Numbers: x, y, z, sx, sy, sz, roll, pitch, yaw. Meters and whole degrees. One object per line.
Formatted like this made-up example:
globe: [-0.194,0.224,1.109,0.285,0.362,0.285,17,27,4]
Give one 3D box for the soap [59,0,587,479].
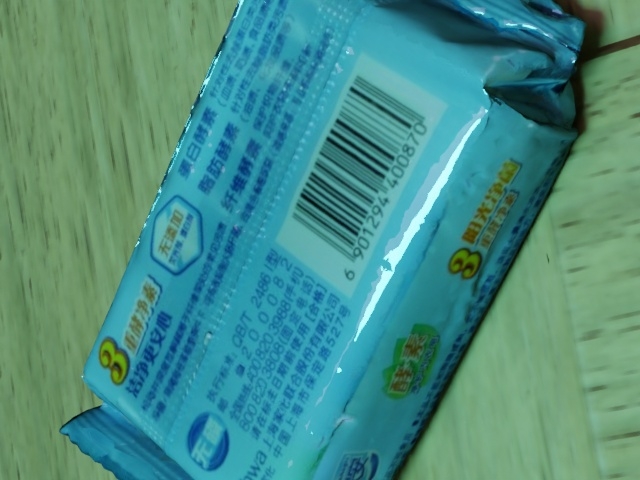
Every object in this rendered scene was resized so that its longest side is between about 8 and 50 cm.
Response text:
soap: [0.000,0.000,0.834,0.156,0.077,0.293,38,112,32]
